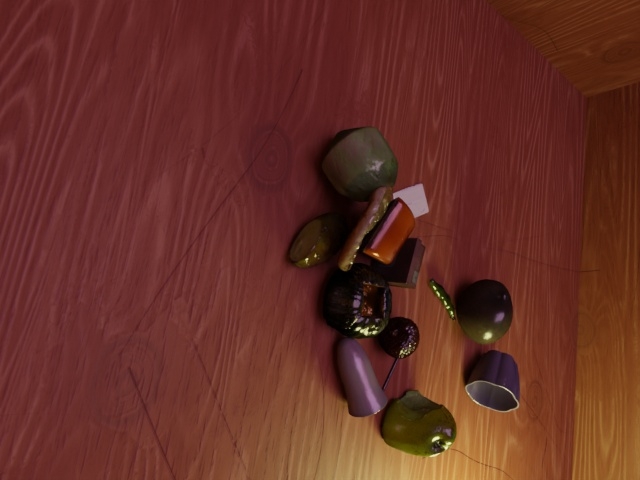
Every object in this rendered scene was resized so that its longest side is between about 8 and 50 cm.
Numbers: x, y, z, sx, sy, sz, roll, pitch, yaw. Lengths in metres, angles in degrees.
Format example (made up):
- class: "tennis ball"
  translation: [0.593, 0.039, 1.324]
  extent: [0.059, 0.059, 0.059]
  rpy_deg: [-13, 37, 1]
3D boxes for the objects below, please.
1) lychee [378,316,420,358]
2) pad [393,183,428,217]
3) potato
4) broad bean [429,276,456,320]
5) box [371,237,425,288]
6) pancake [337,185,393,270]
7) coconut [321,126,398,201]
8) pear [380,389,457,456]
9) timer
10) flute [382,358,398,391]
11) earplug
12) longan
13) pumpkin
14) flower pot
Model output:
- class: "lychee"
  translation: [0.349, 0.431, 1.840]
  extent: [0.194, 0.194, 0.195]
  rpy_deg: [3, 85, -36]
- class: "pad"
  translation: [0.453, -0.188, 2.065]
  extent: [0.231, 0.004, 0.157]
  rpy_deg: [-20, 99, -35]
- class: "potato"
  translation: [0.000, 0.000, 1.633]
  extent: [0.298, 0.141, 0.176]
  rpy_deg: [-45, 126, -31]
- class: "broad bean"
  translation: [0.639, 0.296, 2.142]
  extent: [0.060, 0.043, 0.298]
  rpy_deg: [-45, 113, -19]
- class: "box"
  translation: [0.340, 0.100, 1.834]
  extent: [0.086, 0.215, 0.215]
  rpy_deg: [32, 68, -40]
- class: "pancake"
  translation: [0.170, -0.053, 1.596]
  extent: [0.082, 0.387, 0.387]
  rpy_deg: [32, 64, 6]
- class: "coconut"
  translation: [0.162, -0.322, 1.697]
  extent: [0.328, 0.281, 0.329]
  rpy_deg: [10, 60, -19]
- class: "pear"
  translation: [0.452, 0.807, 1.824]
  extent: [0.286, 0.281, 0.177]
  rpy_deg: [-15, 104, -36]
- class: "timer"
  translation: [0.272, -0.038, 1.715]
  extent: [0.161, 0.250, 0.258]
  rpy_deg: [33, 89, 16]
- class: "flute"
  translation: [0.343, 0.581, 1.923]
  extent: [0.014, 0.014, 0.270]
  rpy_deg: [44, 63, -25]
- class: "earplug"
  translation: [0.146, 0.542, 1.704]
  extent: [0.172, 0.172, 0.302]
  rpy_deg: [-22, 93, -35]
- class: "longan"
  translation: [0.854, 0.363, 2.159]
  extent: [0.288, 0.288, 0.350]
  rpy_deg: [35, 59, -29]
- class: "pumpkin"
  translation: [0.158, 0.247, 1.702]
  extent: [0.320, 0.192, 0.321]
  rpy_deg: [7, 78, -36]
- class: "flower pot"
  translation: [0.931, 0.736, 2.218]
  extent: [0.265, 0.265, 0.243]
  rpy_deg: [53, 45, -21]
